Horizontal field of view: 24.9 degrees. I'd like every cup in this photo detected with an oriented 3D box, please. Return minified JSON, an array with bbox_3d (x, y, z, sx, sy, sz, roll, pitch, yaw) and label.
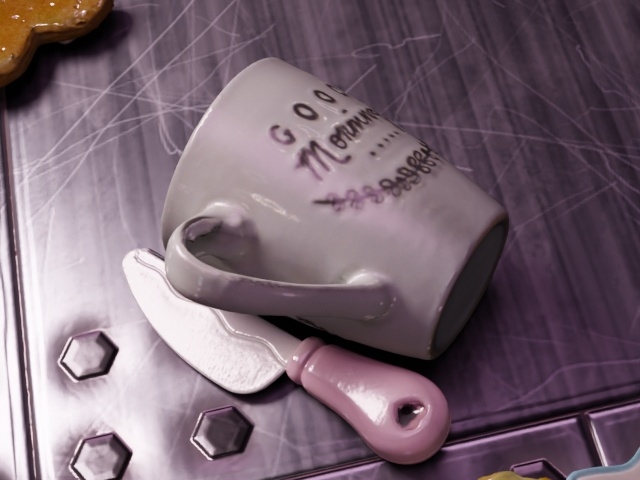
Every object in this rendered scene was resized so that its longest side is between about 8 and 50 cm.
[{"bbox_3d":[0.000,0.000,1.127,0.234,0.186,0.258,29,36,18],"label":"cup"}]

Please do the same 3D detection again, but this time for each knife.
[{"bbox_3d":[-0.044,0.095,1.184,0.336,0.043,0.081,23,68,29],"label":"knife"}]

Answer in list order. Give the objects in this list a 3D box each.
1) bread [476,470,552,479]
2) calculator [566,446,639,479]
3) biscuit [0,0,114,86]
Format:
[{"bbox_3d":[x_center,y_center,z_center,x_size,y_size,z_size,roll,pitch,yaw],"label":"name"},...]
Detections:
[{"bbox_3d":[0.147,0.268,1.001,0.128,0.088,0.232,-5,57,1],"label":"bread"},{"bbox_3d":[0.368,0.235,0.983,0.386,0.054,0.256,37,59,20],"label":"calculator"},{"bbox_3d":[-0.338,-0.270,1.461,0.197,0.049,0.301,-32,57,-19],"label":"biscuit"}]
